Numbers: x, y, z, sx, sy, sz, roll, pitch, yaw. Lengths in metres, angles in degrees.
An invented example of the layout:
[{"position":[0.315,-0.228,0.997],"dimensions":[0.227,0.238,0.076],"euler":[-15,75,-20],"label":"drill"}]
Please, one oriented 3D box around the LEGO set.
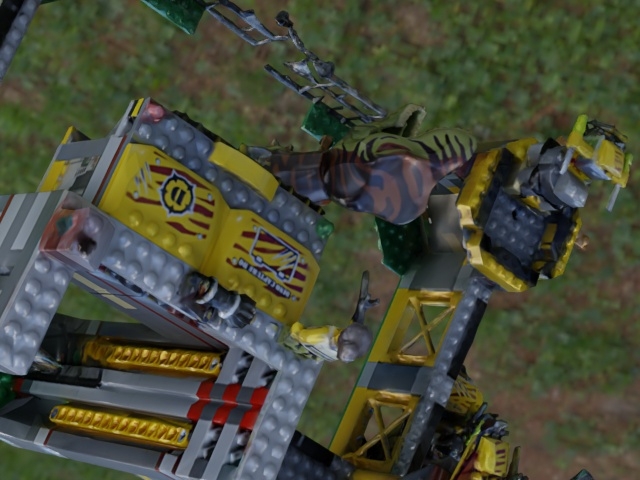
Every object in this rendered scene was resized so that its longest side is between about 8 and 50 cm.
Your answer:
[{"position":[0.000,0.000,0.515],"dimensions":[0.331,0.255,0.192],"euler":[43,156,-28],"label":"LEGO set"}]
